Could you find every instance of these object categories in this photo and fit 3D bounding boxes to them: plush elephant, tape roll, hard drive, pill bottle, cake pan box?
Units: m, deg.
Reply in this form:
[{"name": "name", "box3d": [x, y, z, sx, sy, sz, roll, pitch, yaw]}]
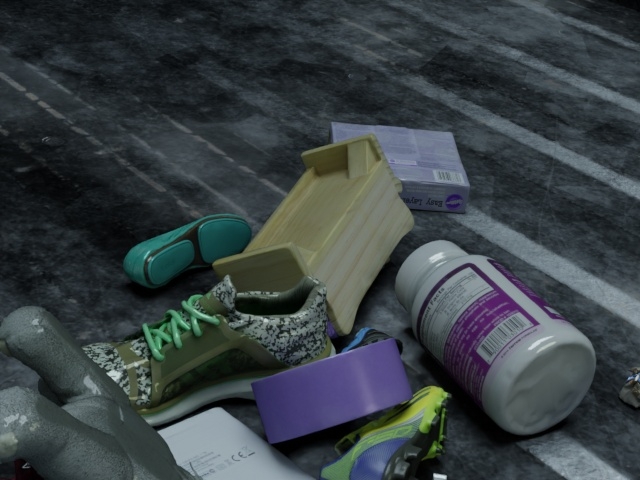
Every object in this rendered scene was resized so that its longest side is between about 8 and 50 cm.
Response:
[{"name": "plush elephant", "box3d": [-0.279, 0.273, 1.130, 0.330, 0.255, 0.272, 45, 6, -27]}, {"name": "tape roll", "box3d": [0.014, 0.186, 1.387, 0.189, 0.080, 0.189, -18, -6, -2]}, {"name": "hard drive", "box3d": [-0.090, 0.315, 1.288, 0.318, 0.040, 0.210, 30, 32, 35]}, {"name": "pill bottle", "box3d": [0.234, 0.124, 1.589, 0.169, 0.169, 0.301, -9, 33, -27]}, {"name": "cake pan box", "box3d": [0.149, -0.144, 2.158, 0.266, 0.070, 0.246, 4, 31, -6]}]

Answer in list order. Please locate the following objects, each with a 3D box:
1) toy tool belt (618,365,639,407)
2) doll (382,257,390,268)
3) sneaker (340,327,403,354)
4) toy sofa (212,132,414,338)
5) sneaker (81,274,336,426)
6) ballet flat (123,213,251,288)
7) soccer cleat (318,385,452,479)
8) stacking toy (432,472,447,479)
[{"name": "toy tool belt", "box3d": [0.469, 0.203, 1.620, 0.052, 0.051, 0.083, 28, 34, 32]}, {"name": "doll", "box3d": [0.050, 0.028, 1.845, 0.129, 0.046, 0.189, 5, 29, -2]}, {"name": "sneaker", "box3d": [0.069, 0.178, 1.557, 0.078, 0.067, 0.188, 10, 25, 17]}, {"name": "toy sofa", "box3d": [0.000, 0.000, 1.748, 0.150, 0.177, 0.362, -13, 27, 33]}, {"name": "sneaker", "box3d": [-0.163, 0.121, 1.487, 0.410, 0.182, 0.158, -8, 32, -25]}, {"name": "ballet flat", "box3d": [-0.219, 0.008, 1.790, 0.087, 0.083, 0.247, 11, 24, 37]}, {"name": "soccer cleat", "box3d": [0.086, 0.244, 1.387, 0.121, 0.093, 0.289, 6, 16, 20]}, {"name": "stacking toy", "box3d": [0.208, 0.359, 1.281, 0.167, 0.052, 0.221, 8, 29, 1]}]
